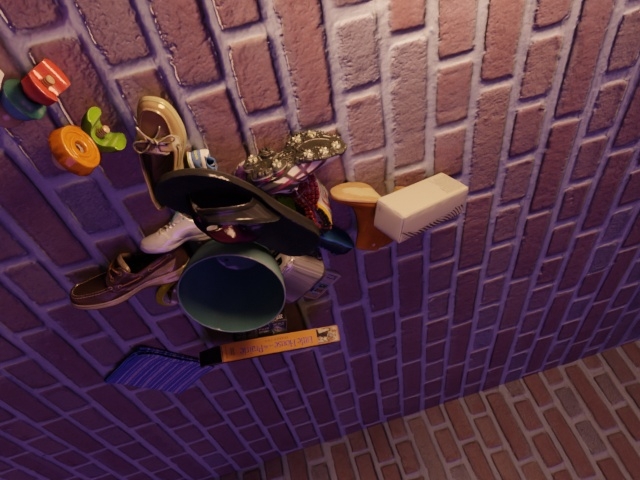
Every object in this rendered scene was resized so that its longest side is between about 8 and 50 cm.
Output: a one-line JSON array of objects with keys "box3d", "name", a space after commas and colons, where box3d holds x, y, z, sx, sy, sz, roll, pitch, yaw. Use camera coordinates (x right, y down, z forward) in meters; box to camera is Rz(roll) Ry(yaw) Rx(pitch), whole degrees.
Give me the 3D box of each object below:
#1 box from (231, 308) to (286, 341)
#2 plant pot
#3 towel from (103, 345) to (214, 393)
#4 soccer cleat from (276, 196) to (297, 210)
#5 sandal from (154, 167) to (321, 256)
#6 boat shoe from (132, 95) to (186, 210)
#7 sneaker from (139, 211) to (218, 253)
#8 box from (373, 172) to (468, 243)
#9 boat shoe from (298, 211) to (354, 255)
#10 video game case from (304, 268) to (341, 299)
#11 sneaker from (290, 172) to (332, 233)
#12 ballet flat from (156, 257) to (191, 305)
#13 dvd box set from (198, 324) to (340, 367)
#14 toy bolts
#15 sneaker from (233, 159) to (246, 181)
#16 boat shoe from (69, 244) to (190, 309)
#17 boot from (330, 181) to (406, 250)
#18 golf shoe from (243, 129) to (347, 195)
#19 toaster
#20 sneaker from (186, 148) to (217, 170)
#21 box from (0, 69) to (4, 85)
[{"box3d": [-0.213, 0.240, 1.666, 0.180, 0.147, 0.078, -9, 139, -13], "name": "box"}, {"box3d": [-0.244, 0.091, 1.429, 0.290, 0.195, 0.290, -2, 128, -3], "name": "plant pot"}, {"box3d": [-0.600, 0.498, 1.887, 0.243, 0.040, 0.336, -41, 136, 24], "name": "towel"}, {"box3d": [-0.129, -0.054, 1.447, 0.072, 0.060, 0.179, 15, 123, -22], "name": "soccer cleat"}, {"box3d": [-0.180, -0.046, 1.216, 0.445, 0.107, 0.167, 22, 136, -31], "name": "sandal"}, {"box3d": [-0.363, -0.192, 1.149, 0.104, 0.089, 0.285, 7, 138, 3], "name": "boat shoe"}, {"box3d": [-0.389, -0.035, 1.359, 0.212, 0.080, 0.094, -18, 129, -12], "name": "sneaker"}, {"box3d": [0.289, -0.097, 1.436, 0.275, 0.113, 0.094, -23, 135, -30], "name": "box"}, {"box3d": [0.000, 0.000, 1.516, 0.089, 0.109, 0.258, -36, 136, 25], "name": "boat shoe"}, {"box3d": [-0.031, 0.141, 1.728, 0.157, 0.019, 0.143, 20, 126, -38], "name": "video game case"}, {"box3d": [-0.027, -0.129, 1.387, 0.088, 0.093, 0.225, -8, 128, 17], "name": "sneaker"}, {"box3d": [-0.435, 0.148, 1.529, 0.077, 0.077, 0.231, 18, 127, -37], "name": "ballet flat"}, {"box3d": [-0.184, 0.371, 1.756, 0.420, 0.062, 0.307, -4, 166, -29], "name": "dvd box set"}, {"box3d": [-0.547, -0.213, 1.006, 0.158, 0.218, 0.228, -26, 122, 18], "name": "toy bolts"}, {"box3d": [-0.190, -0.102, 1.326, 0.095, 0.105, 0.236, 5, 131, -23], "name": "sneaker"}, {"box3d": [-0.536, 0.083, 1.396, 0.341, 0.123, 0.123, -17, 130, -6], "name": "boat shoe"}, {"box3d": [0.134, -0.059, 1.491, 0.295, 0.104, 0.211, -2, 129, -30], "name": "boot"}, {"box3d": [-0.062, -0.192, 1.265, 0.272, 0.105, 0.120, -21, 145, -15], "name": "golf shoe"}, {"box3d": [-0.104, 0.101, 1.573, 0.146, 0.129, 0.227, 26, 124, -36], "name": "toaster"}, {"box3d": [-0.280, -0.169, 1.256, 0.059, 0.053, 0.144, -22, 141, 0], "name": "sneaker"}, {"box3d": [-0.710, -0.272, 0.922, 0.203, 0.114, 0.103, -26, 140, 6], "name": "box"}]
